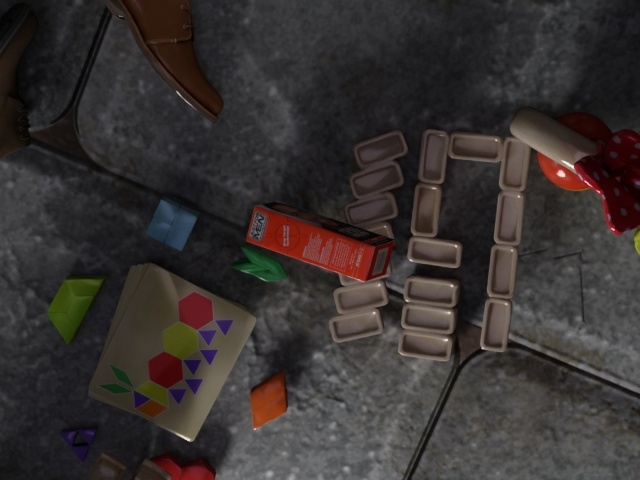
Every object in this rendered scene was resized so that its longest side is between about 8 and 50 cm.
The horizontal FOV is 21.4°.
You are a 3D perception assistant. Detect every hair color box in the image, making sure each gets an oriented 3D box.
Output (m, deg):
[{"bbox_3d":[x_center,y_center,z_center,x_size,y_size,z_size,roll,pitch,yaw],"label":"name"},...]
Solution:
[{"bbox_3d":[0.000,0.000,1.801,0.141,0.072,0.043,18,101,17],"label":"hair color box"}]

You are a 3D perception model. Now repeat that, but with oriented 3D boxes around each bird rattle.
[{"bbox_3d":[0.278,-0.068,1.699,0.207,0.253,0.143,30,105,23],"label":"bird rattle"}]

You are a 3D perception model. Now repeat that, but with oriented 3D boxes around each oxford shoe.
[{"bbox_3d":[-0.348,-0.148,1.827,0.096,0.083,0.227,22,106,-19],"label":"oxford shoe"},{"bbox_3d":[-0.159,-0.220,1.787,0.076,0.076,0.212,-35,98,1],"label":"oxford shoe"}]

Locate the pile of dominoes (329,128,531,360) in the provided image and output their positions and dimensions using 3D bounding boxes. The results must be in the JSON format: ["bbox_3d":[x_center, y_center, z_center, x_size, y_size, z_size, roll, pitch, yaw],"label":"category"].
[{"bbox_3d":[0.119,0.001,1.838,0.196,0.040,0.251,7,96,8],"label":"pile of dominoes"}]

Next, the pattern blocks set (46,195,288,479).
[{"bbox_3d":[-0.169,0.127,1.891,0.285,0.026,0.325,35,105,-3],"label":"pattern blocks set"}]

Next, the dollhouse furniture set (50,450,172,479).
[{"bbox_3d":[-0.283,0.273,1.901,0.182,0.101,0.161,34,102,-3],"label":"dollhouse furniture set"}]
